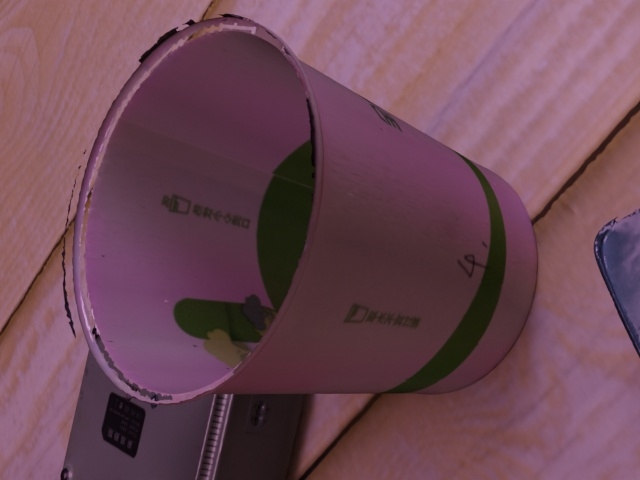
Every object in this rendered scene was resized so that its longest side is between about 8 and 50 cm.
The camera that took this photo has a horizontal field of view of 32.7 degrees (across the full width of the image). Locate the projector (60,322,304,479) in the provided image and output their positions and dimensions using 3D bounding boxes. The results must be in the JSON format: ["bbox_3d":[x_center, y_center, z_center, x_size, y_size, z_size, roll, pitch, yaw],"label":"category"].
[{"bbox_3d":[-0.136,0.178,1.003,0.250,0.108,0.198,13,91,49],"label":"projector"}]

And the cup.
[{"bbox_3d":[0.000,0.000,0.773,0.253,0.274,0.253,-15,69,44],"label":"cup"}]

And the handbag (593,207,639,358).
[{"bbox_3d":[0.261,0.058,0.630,0.144,0.057,0.221,-36,54,32],"label":"handbag"}]
